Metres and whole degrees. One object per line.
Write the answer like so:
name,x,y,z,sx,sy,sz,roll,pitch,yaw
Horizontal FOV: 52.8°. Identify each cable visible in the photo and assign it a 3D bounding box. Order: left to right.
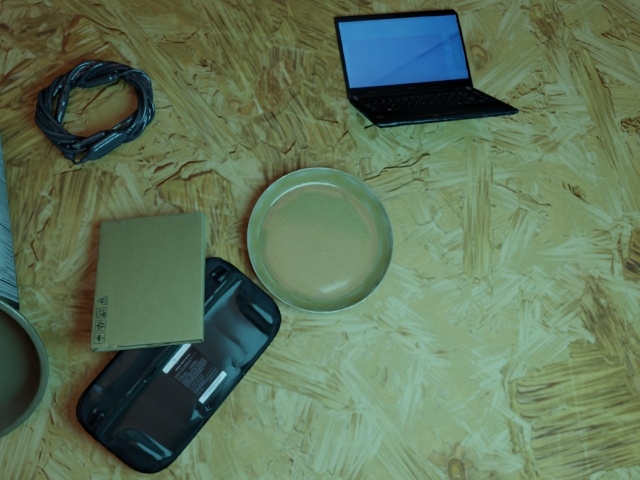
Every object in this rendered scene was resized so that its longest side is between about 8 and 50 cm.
cable,-0.353,-0.214,1.022,0.184,0.047,0.150,-39,81,-12

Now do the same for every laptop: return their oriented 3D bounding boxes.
laptop,0.166,-0.293,1.066,0.234,0.264,0.137,-8,116,-10

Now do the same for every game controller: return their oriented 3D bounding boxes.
game controller,-0.203,0.182,0.957,0.166,0.067,0.319,43,75,-13

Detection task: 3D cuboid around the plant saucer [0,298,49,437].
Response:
plant saucer,-0.504,0.163,0.846,0.277,0.041,0.278,-6,119,-12

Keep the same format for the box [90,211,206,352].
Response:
box,-0.250,0.058,0.947,0.164,0.021,0.201,-6,66,4

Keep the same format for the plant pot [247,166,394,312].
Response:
plant pot,0.000,0.000,1.033,0.236,0.032,0.236,2,77,-9

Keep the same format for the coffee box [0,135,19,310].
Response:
coffee box,-0.542,-0.035,0.911,0.168,0.119,0.297,-9,80,-11
